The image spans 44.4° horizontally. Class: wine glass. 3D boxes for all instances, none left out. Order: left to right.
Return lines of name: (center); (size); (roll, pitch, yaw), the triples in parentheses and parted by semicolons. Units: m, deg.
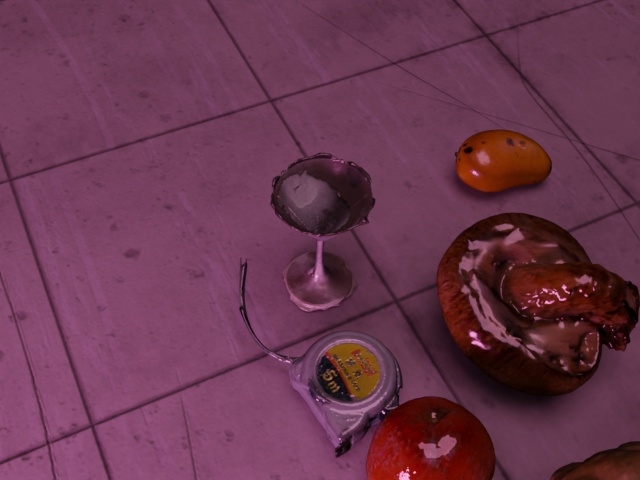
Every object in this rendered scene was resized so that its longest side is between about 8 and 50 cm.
wine glass: (0.000, 0.000, 1.189); (0.156, 0.232, 0.156); (1, 53, -1)

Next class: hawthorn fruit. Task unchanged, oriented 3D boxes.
hawthorn fruit: (0.145, 0.288, 1.028); (0.172, 0.173, 0.173); (2, 54, -2)

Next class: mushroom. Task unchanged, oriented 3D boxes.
mushroom: (0.320, 0.098, 1.159); (0.283, 0.195, 0.263); (10, 60, 24)

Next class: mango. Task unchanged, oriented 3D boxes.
mango: (0.324, -0.145, 1.402); (0.178, 0.090, 0.115); (-12, 66, -16)

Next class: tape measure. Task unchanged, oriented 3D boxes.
tape measure: (-0.007, 0.150, 1.172); (0.164, 0.084, 0.330); (-24, 58, -21)

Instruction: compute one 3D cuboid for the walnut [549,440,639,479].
walnut: (0.387, 0.368, 0.906); (0.276, 0.253, 0.282); (-25, 92, 16)
